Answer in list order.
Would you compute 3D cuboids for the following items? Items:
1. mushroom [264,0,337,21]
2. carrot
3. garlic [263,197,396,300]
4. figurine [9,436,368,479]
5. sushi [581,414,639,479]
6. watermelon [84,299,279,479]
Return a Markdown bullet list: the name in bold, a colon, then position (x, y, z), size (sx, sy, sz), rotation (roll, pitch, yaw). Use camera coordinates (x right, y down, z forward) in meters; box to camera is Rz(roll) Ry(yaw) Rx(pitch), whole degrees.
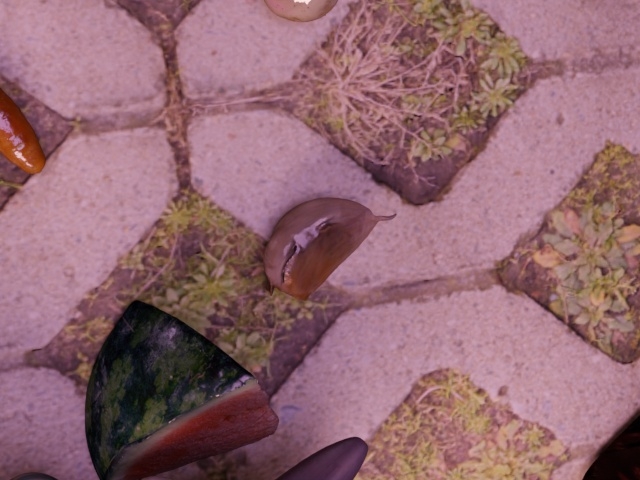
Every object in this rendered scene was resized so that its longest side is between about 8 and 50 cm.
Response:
- **mushroom**: position (-0.019, -0.258, 1.045), size (0.083, 0.083, 0.067), rotation (38, 40, -17)
- **carrot**: position (-0.305, -0.120, 0.985), size (0.048, 0.048, 0.139), rotation (-43, 108, -9)
- **garlic**: position (-0.005, -0.004, 1.084), size (0.152, 0.066, 0.084), rotation (-47, 134, -4)
- **figurine**: position (-0.126, 0.287, 0.988), size (0.377, 0.266, 0.361), rotation (-39, 103, -18)
- **sushi**: position (0.400, 0.280, 1.198), size (0.225, 0.136, 0.126), rotation (-44, 109, -16)
- **watermelon**: position (-0.134, 0.181, 1.032), size (0.202, 0.136, 0.207), rotation (25, 103, -12)
